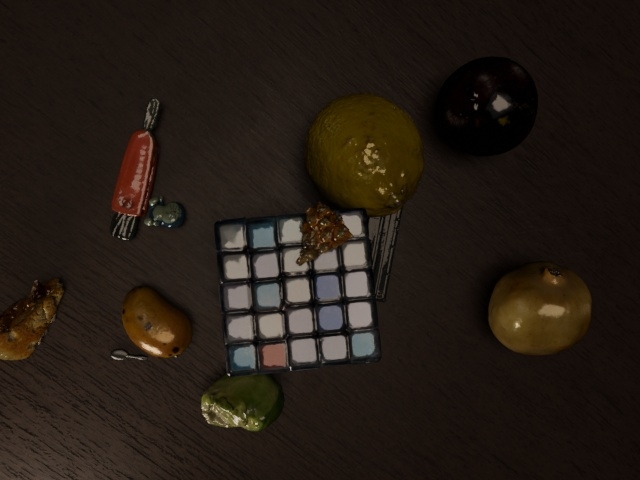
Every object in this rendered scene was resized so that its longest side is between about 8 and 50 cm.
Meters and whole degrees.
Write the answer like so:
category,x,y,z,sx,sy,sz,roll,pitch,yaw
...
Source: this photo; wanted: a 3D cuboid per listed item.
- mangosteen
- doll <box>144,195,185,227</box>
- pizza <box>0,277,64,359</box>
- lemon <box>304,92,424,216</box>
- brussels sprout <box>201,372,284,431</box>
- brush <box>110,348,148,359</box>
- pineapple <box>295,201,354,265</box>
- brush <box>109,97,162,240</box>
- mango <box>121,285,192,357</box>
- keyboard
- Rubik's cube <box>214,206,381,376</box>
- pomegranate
category,x,y,z,sx,sy,sz,roll,pitch,yaw
mangosteen,0.398,-0.307,1.127,0.265,0.228,0.229,-5,93,-46
doll,-0.346,-0.062,1.084,0.083,0.050,0.077,4,73,-8
pizza,-0.628,0.157,1.023,0.069,0.154,0.194,25,66,9
lemon,0.093,-0.179,1.033,0.253,0.310,0.254,-14,135,-14
brussels sprout,-0.168,0.356,1.080,0.183,0.145,0.131,0,123,31
brush,-0.436,0.263,1.098,0.083,0.008,0.024,9,88,-10
pineapple,0.000,0.000,0.835,0.114,0.077,0.114,-47,55,4
brush,-0.403,-0.159,1.075,0.070,0.051,0.324,16,92,-3
mango,-0.368,0.185,1.067,0.178,0.090,0.115,39,76,-5
keyboard,0.132,0.062,1.174,0.103,0.041,0.382,11,83,-8
Rubik's cube,-0.045,0.100,0.992,0.291,0.287,0.294,-8,86,-2
pomegranate,0.518,0.161,1.144,0.232,0.233,0.234,0,92,-9
